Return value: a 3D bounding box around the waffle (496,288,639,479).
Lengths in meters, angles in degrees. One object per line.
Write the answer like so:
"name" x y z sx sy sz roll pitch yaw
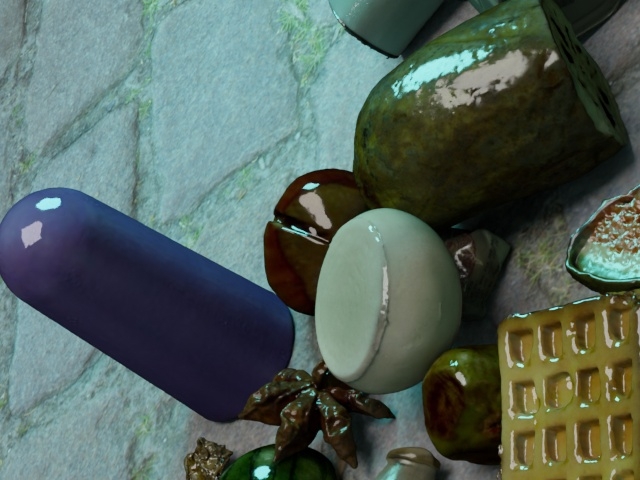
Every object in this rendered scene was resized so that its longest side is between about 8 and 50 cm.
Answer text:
"waffle" 0.293 0.227 1.655 0.224 0.098 0.327 -18 64 46

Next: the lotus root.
"lotus root" 0.199 -0.149 1.975 0.346 0.250 0.250 -29 43 29

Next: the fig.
"fig" 0.194 0.190 1.825 0.144 0.154 0.165 -57 1 26

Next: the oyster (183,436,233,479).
"oyster" -0.163 0.331 2.173 0.177 0.056 0.105 -133 53 -74

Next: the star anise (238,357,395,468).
"star anise" -0.006 0.210 2.031 0.196 0.111 0.212 -10 44 31

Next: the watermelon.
"watermelon" -0.079 0.352 2.021 0.204 0.127 0.232 -33 36 36

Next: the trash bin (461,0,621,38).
"trash bin" 0.276 -0.397 2.097 0.219 0.220 0.250 -33 46 3

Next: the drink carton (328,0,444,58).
"drink carton" 0.116 -0.402 2.331 0.189 0.191 0.185 -47 37 25

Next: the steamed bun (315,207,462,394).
"steamed bun" 0.097 0.078 1.910 0.232 0.145 0.232 -173 90 -66

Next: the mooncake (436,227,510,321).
"mooncake" 0.171 0.043 2.003 0.130 0.073 0.125 0 64 54

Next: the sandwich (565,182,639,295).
"sandwich" 0.417 -0.006 1.721 0.292 0.109 0.212 -27 38 33

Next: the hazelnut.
"hazelnut" -0.003 -0.001 2.159 0.181 0.181 0.212 21 91 35

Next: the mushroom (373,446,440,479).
"mushroom" 0.040 0.406 1.865 0.351 0.097 0.109 -55 37 -4

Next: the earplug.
"earplug" -0.260 0.076 2.169 0.215 0.456 0.215 -27 45 32
